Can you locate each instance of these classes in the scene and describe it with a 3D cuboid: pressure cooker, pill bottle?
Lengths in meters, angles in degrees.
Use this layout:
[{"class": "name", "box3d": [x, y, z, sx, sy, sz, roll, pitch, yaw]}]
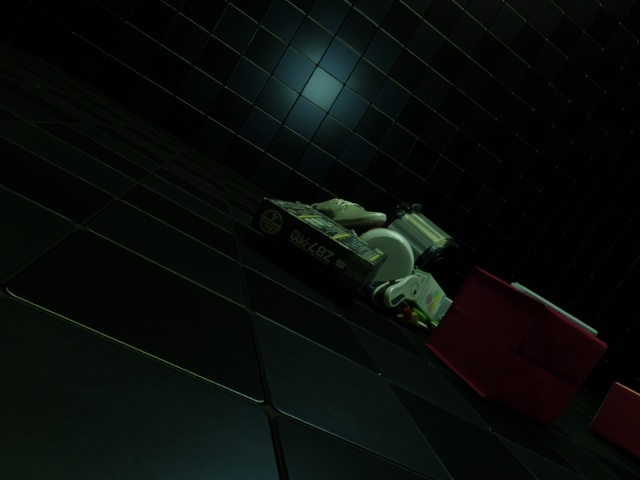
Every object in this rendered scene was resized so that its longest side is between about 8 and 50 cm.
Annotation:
[{"class": "pressure cooker", "box3d": [0.455, 0.029, 2.451, 0.420, 0.370, 0.375, 44, -10, 34]}, {"class": "pill bottle", "box3d": [0.216, 0.066, 1.698, 0.224, 0.224, 0.392, 32, 4, 3]}]

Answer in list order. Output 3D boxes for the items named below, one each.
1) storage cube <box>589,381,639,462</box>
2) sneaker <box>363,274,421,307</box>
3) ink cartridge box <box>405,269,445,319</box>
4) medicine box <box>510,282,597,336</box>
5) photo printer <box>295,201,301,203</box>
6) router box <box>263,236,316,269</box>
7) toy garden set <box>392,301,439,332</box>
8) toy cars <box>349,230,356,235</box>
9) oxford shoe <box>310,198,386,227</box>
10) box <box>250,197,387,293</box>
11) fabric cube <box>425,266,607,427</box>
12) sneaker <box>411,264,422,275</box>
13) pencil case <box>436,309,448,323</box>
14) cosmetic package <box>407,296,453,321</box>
[{"class": "storage cube", "box3d": [1.051, 0.607, 1.568, 0.193, 0.215, 0.183, 28, 1, 44]}, {"class": "sneaker", "box3d": [0.208, 0.142, 1.413, 0.121, 0.079, 0.217, 5, 8, 37]}, {"class": "ink cartridge box", "box3d": [0.360, 0.200, 1.599, 0.062, 0.109, 0.209, 18, -22, 44]}, {"class": "medicine box", "box3d": [0.687, 0.333, 1.555, 0.263, 0.289, 0.149, 32, 7, 5]}, {"class": "photo printer", "box3d": [-0.027, -0.076, 2.316, 0.256, 0.107, 0.307, 31, 5, -17]}, {"class": "router box", "box3d": [-0.066, 0.028, 1.371, 0.133, 0.046, 0.179, 35, 6, 27]}, {"class": "toy garden set", "box3d": [0.324, 0.264, 1.446, 0.244, 0.049, 0.204, 33, 3, 4]}, {"class": "toy cars", "box3d": [0.169, 0.043, 2.174, 0.176, 0.087, 0.394, 54, 4, -28]}, {"class": "oxford shoe", "box3d": [0.088, -0.107, 1.919, 0.169, 0.130, 0.449, 7, -3, -35]}, {"class": "box", "box3d": [0.019, 0.003, 1.307, 0.318, 0.097, 0.395, 30, 8, 10]}, {"class": "fabric cube", "box3d": [0.481, 0.260, 1.186, 0.258, 0.259, 0.254, 29, 6, -25]}, {"class": "sneaker", "box3d": [0.413, 0.204, 1.949, 0.282, 0.153, 0.099, 31, 5, -11]}, {"class": "pencil case", "box3d": [0.511, 0.262, 1.645, 0.124, 0.114, 0.273, 14, 23, 35]}, {"class": "cosmetic package", "box3d": [0.459, 0.271, 1.797, 0.231, 0.117, 0.085, 30, 4, -12]}]
